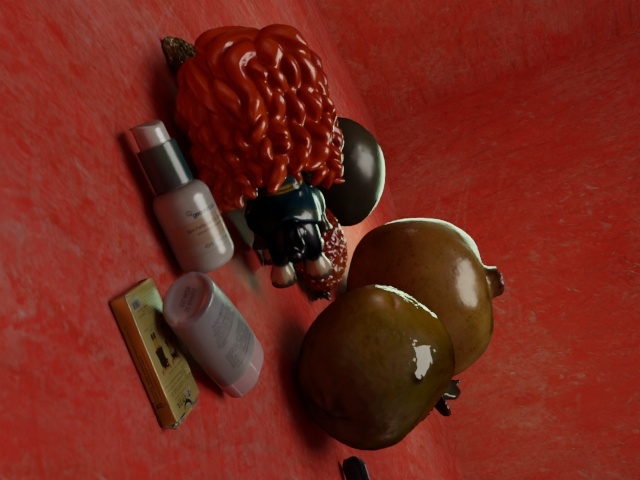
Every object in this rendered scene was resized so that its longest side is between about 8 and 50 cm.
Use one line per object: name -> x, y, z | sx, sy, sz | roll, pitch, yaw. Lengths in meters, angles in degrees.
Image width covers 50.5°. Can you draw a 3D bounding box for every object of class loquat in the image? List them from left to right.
loquat -> 0.084, 0.212, 1.158 | 0.284, 0.276, 0.276 | -31, 104, -51

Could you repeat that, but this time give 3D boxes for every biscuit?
biscuit -> -0.188, -0.258, 1.137 | 0.237, 0.026, 0.131 | -17, 87, -78

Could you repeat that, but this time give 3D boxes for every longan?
longan -> 0.044, -0.154, 1.544 | 0.248, 0.248, 0.248 | -18, 90, -77

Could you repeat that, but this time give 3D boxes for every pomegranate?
pomegranate -> 0.261, 0.137, 1.691 | 0.417, 0.417, 0.416 | -18, 90, -77

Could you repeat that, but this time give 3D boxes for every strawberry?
strawberry -> -0.001, 0.000, 1.385 | 0.175, 0.107, 0.235 | -39, 110, -77

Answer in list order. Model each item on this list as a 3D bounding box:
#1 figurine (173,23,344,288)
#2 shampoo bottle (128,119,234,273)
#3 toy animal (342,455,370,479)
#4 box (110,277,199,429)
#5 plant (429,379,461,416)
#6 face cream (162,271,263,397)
figurine -> -0.074, -0.121, 1.050 | 0.411, 0.241, 0.306 | 72, 17, -52
shampoo bottle -> -0.170, -0.053, 0.823 | 0.074, 0.074, 0.192 | -70, 140, -70
toy animal -> 0.117, 0.569, 1.143 | 0.206, 0.081, 0.367 | 47, 26, -37
box -> -0.170, 0.117, 0.712 | 0.073, 0.020, 0.149 | -54, 125, -76
plant -> 0.171, 0.309, 1.431 | 0.204, 0.234, 0.178 | 67, 18, -44
face cream -> -0.119, 0.112, 0.790 | 0.198, 0.057, 0.084 | 71, 32, -55
